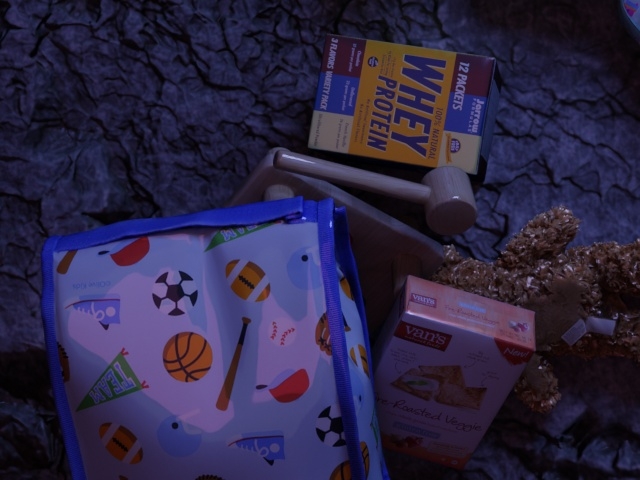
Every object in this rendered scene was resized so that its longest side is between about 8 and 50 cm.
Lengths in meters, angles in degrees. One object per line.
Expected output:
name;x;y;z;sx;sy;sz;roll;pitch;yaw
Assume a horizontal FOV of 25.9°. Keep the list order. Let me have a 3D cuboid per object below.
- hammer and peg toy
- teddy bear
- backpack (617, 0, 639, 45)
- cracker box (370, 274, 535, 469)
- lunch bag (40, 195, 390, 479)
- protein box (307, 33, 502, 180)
hammer and peg toy;0.000;0.000;1.617;0.266;0.127;0.361;27;126;-22
teddy bear;0.281;0.079;1.695;0.338;0.113;0.245;-21;104;8
backpack;0.447;-0.276;1.647;0.188;0.144;0.166;46;102;13
cracker box;0.135;0.158;1.619;0.156;0.067;0.232;16;131;-6
lunch bag;-0.106;0.152;1.502;0.328;0.239;0.385;-9;108;8
protein box;0.106;-0.154;1.668;0.200;0.201;0.136;10;91;9
